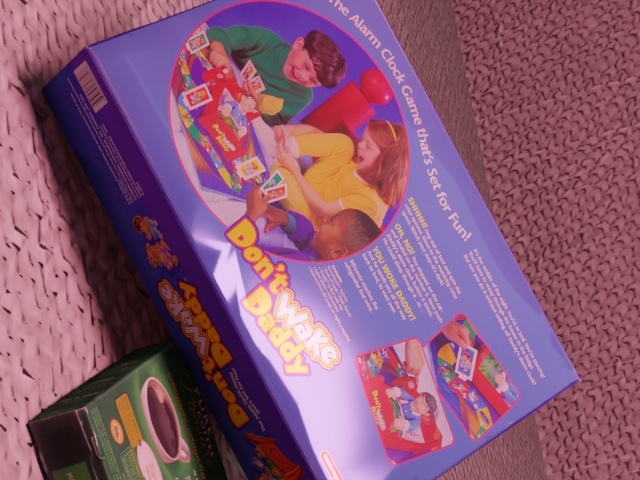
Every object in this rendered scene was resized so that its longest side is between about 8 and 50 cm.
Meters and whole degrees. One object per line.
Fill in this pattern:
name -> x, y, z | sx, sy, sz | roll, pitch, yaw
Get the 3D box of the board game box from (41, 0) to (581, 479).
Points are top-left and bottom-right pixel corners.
board game box -> 0.000, 0.000, 1.065 | 0.233, 0.078, 0.347 | -27, 89, -36

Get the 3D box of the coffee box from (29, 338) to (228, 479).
coffee box -> -0.112, 0.134, 0.975 | 0.184, 0.040, 0.113 | -41, 113, -74
